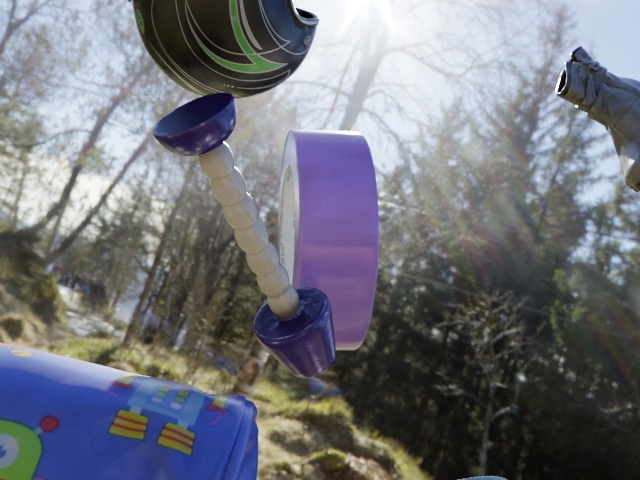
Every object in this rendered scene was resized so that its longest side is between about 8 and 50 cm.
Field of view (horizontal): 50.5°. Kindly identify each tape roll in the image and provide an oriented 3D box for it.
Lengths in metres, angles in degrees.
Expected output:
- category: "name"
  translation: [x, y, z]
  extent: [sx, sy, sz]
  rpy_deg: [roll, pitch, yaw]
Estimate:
- category: "tape roll"
  translation: [0.000, 0.000, 0.855]
  extent: [0.090, 0.275, 0.275]
  rpy_deg: [1, -3, -8]

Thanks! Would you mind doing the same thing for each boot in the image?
- category: "boot"
  translation: [0.409, -0.179, 0.978]
  extent: [0.161, 0.246, 0.083]
  rpy_deg: [27, -46, -2]

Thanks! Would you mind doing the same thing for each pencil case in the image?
- category: "pencil case"
  translation: [-0.187, 0.114, 0.344]
  extent: [0.306, 0.133, 0.119]
  rpy_deg: [12, -24, -1]

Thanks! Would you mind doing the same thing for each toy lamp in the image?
- category: "toy lamp"
  translation: [-0.054, 0.011, 0.598]
  extent: [0.080, 0.080, 0.275]
  rpy_deg: [13, -43, 46]

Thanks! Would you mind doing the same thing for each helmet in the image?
- category: "helmet"
  translation: [-0.090, -0.217, 0.657]
  extent: [0.169, 0.169, 0.161]
  rpy_deg: [14, -42, 39]

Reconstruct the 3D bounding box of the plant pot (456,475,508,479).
- category: "plant pot"
  translation: [0.160, 0.475, 0.931]
  extent: [0.293, 0.196, 0.293]
  rpy_deg: [-13, -34, -9]
